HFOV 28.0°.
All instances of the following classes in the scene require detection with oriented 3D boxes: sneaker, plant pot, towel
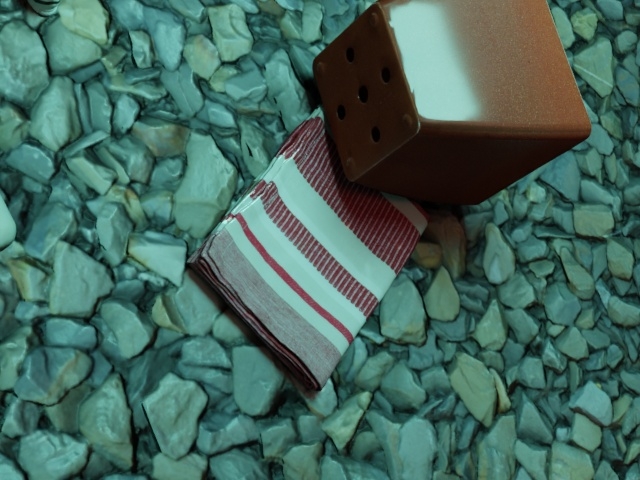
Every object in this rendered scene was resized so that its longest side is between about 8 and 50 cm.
[{"bbox_3d":[-0.347,-0.318,1.518,0.109,0.043,0.040,43,57,-14],"label":"sneaker"},{"bbox_3d":[0.148,-0.198,1.688,0.235,0.267,0.267,-10,76,-33],"label":"plant pot"},{"bbox_3d":[0.000,0.000,1.665,0.237,0.037,0.329,47,54,-15],"label":"towel"}]

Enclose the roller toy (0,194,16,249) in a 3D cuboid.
[{"bbox_3d":[-0.407,-0.011,1.276,0.209,0.191,0.146,-28,94,2],"label":"roller toy"}]
